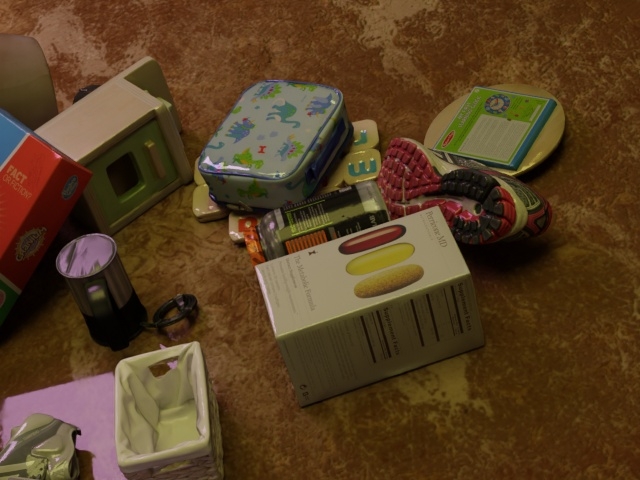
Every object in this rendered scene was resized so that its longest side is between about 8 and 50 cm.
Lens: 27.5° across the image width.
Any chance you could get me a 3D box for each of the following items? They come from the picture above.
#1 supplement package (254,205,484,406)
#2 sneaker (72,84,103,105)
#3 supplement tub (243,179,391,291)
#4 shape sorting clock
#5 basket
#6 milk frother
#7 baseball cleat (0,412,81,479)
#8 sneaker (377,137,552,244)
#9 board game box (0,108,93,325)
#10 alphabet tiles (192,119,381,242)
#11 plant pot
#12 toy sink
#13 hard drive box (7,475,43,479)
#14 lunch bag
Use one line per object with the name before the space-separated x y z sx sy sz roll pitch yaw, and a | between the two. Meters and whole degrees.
supplement package | 0.061 0.080 1.615 0.244 0.134 0.139 -19 42 -2
sneaker | -0.370 -0.170 2.079 0.118 0.083 0.222 3 43 36
supplement tub | 0.000 0.000 1.734 0.190 0.117 0.117 -17 42 0
shape sorting clock | 0.248 -0.152 1.869 0.206 0.040 0.206 -11 45 11
basket | -0.178 0.223 1.566 0.113 0.103 0.167 -14 43 3
milk frother | -0.255 0.062 1.739 0.143 0.135 0.129 -32 45 -16
baseball cleat | -0.362 0.296 1.575 0.109 0.072 0.206 14 54 21
sneaker | 0.179 -0.055 1.752 0.112 0.121 0.299 4 16 -35
board game box | -0.484 -0.016 1.842 0.242 0.064 0.317 32 91 40
alphabet tiles | -0.049 -0.104 1.932 0.284 0.021 0.278 -11 42 7
plant pot | -0.565 -0.200 2.030 0.280 0.323 0.323 -12 39 -21
toy sink | -0.285 -0.140 1.952 0.234 0.153 0.131 -38 46 -23
hard drive box | -0.219 0.349 1.389 0.232 0.181 0.089 2 46 21
lunch bag | -0.060 -0.134 1.884 0.176 0.090 0.219 7 48 27
